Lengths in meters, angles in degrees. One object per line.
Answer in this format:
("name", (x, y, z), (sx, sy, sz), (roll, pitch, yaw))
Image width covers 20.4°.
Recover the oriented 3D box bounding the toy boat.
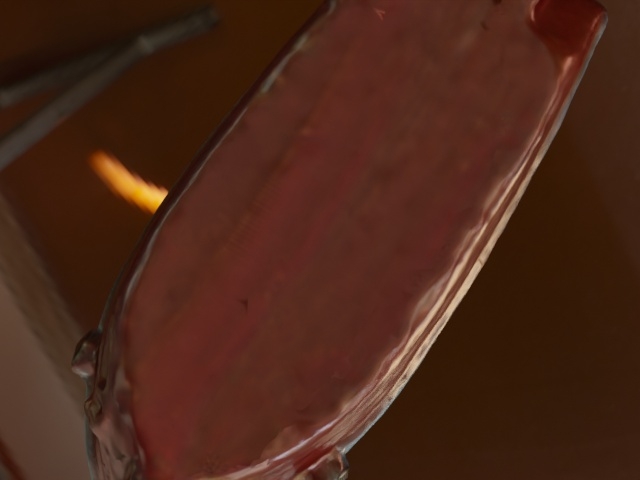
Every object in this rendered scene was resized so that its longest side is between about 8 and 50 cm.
("toy boat", (0.000, 0.000, 0.401), (0.069, 0.173, 0.059), (33, 175, 2))
